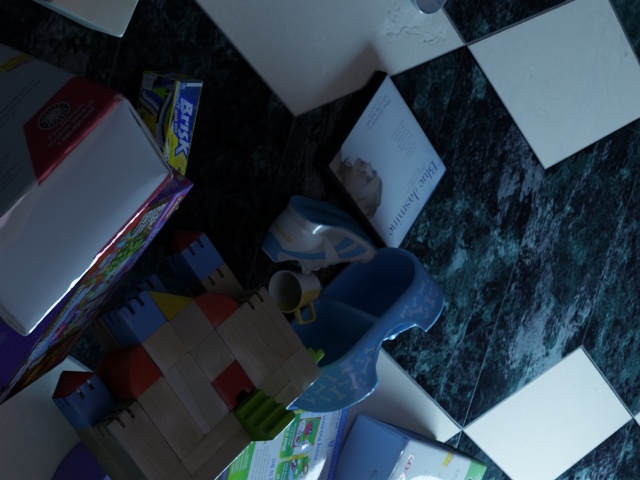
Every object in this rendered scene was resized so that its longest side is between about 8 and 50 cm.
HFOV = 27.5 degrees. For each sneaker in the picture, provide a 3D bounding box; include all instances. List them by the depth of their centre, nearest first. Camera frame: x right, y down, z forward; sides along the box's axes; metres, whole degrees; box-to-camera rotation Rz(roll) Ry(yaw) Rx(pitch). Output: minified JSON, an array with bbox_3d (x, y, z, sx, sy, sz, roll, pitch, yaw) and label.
[{"bbox_3d":[0.000,0.000,1.894,0.092,0.087,0.229,-49,147,16],"label":"sneaker"}]

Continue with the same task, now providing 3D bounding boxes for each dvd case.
[{"bbox_3d":[0.098,-0.109,1.975,0.180,0.022,0.253,-58,140,-17],"label":"dvd case"}]

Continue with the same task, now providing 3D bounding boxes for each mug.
[{"bbox_3d":[-0.034,0.077,1.904,0.064,0.062,0.078,-11,113,-55],"label":"mug"}]

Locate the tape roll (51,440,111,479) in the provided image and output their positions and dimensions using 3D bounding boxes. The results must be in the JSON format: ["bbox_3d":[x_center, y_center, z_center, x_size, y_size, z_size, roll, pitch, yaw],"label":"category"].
[{"bbox_3d":[-0.270,0.348,1.757,0.189,0.080,0.189,-24,126,-39],"label":"tape roll"}]

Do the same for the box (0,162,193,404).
[{"bbox_3d":[-0.275,0.046,1.470,0.293,0.057,0.201,-52,177,19],"label":"box"}]

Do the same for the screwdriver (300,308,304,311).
[{"bbox_3d":[-0.072,0.099,1.909,0.170,0.025,0.024,5,104,-58],"label":"screwdriver"}]

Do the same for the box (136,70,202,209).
[{"bbox_3d":[-0.197,-0.123,1.619,0.059,0.054,0.169,-13,119,-61],"label":"box"}]

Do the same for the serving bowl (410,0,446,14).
[{"bbox_3d":[0.155,-0.374,1.914,0.083,0.027,0.083,-24,126,-39],"label":"serving bowl"}]

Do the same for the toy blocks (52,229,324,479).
[{"bbox_3d":[-0.182,0.157,1.655,0.381,0.191,0.261,-42,105,-34],"label":"toy blocks"}]

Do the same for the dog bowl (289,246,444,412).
[{"bbox_3d":[0.053,0.123,1.939,0.297,0.166,0.074,-44,131,-24],"label":"dog bowl"}]

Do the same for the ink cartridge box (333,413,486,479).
[{"bbox_3d":[0.135,0.425,2.212,0.278,0.117,0.201,27,87,-51],"label":"ink cartridge box"}]

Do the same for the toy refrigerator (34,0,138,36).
[{"bbox_3d":[-0.228,-0.373,1.445,0.102,0.094,0.269,22,91,-44],"label":"toy refrigerator"}]

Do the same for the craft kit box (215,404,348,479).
[{"bbox_3d":[-0.075,0.360,1.999,0.247,0.061,0.249,-5,112,-49],"label":"craft kit box"}]

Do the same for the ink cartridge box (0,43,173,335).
[{"bbox_3d":[-0.335,-0.071,1.303,0.226,0.306,0.131,-50,138,-18],"label":"ink cartridge box"}]
